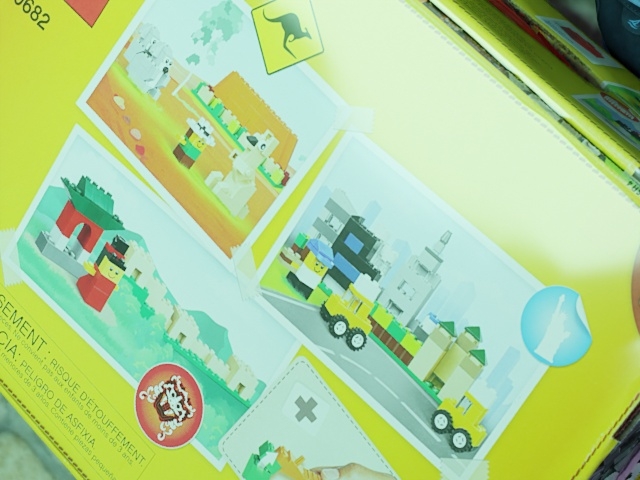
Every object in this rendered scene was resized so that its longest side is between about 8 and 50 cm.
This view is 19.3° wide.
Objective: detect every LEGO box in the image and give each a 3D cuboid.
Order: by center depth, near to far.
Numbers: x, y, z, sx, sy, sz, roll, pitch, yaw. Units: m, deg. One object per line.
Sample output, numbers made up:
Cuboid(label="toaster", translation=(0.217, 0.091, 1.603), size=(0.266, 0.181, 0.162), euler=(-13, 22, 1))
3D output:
Cuboid(label="LEGO box", translation=(0.000, 0.000, 1.134), size=(0.500, 0.193, 0.372), euler=(45, 112, 23))

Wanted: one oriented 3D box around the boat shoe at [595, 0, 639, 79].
Cuboid(label="boat shoe", translation=(0.255, -0.122, 1.078), size=(0.258, 0.109, 0.089), euler=(9, 137, 41))
